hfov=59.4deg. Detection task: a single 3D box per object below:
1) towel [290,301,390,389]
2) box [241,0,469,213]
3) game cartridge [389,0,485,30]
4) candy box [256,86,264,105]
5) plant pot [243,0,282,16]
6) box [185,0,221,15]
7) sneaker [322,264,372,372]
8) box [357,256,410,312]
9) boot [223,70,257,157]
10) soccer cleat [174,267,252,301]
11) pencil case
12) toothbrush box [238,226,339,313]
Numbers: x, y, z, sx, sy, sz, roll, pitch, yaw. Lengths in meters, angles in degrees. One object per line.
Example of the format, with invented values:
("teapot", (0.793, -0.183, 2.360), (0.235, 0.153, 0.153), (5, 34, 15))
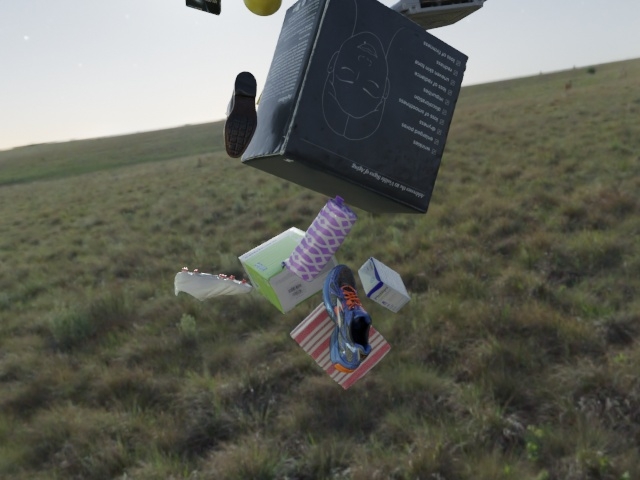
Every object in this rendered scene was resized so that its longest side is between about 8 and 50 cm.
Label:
("towel", (0.046, 0.219, 1.228), (0.144, 0.197, 0.029), (-43, 17, 0))
("box", (0.100, -0.366, 1.570), (0.479, 0.473, 0.297), (19, -8, -28))
("game cartridge", (0.304, -0.652, 1.610), (0.297, 0.062, 0.198), (-16, 10, -23))
("candy box", (-0.142, -0.526, 1.766), (0.027, 0.206, 0.105), (27, 43, -11))
("plant pot", (-0.182, -0.803, 1.796), (0.134, 0.135, 0.095), (-11, -1, -11))
("box", (-0.268, -0.557, 1.283), (0.083, 0.067, 0.018), (17, 59, 0))
("sneaker", (0.064, 0.148, 1.124), (0.083, 0.222, 0.087), (10, -32, -34))
("box", (0.198, 0.140, 1.766), (0.072, 0.137, 0.126), (-47, 30, 20))
("boot", (-0.207, -0.318, 1.459), (0.082, 0.220, 0.106), (11, 0, -14))
("soccer cleat", (-0.273, 0.122, 1.430), (0.196, 0.076, 0.068), (10, -1, -3))
("pencil case", (0.000, 0.000, 1.303), (0.086, 0.206, 0.088), (33, 14, -19))
("toothbrush box", (-0.093, 0.078, 1.660), (0.206, 0.122, 0.283), (-30, 23, -17))
